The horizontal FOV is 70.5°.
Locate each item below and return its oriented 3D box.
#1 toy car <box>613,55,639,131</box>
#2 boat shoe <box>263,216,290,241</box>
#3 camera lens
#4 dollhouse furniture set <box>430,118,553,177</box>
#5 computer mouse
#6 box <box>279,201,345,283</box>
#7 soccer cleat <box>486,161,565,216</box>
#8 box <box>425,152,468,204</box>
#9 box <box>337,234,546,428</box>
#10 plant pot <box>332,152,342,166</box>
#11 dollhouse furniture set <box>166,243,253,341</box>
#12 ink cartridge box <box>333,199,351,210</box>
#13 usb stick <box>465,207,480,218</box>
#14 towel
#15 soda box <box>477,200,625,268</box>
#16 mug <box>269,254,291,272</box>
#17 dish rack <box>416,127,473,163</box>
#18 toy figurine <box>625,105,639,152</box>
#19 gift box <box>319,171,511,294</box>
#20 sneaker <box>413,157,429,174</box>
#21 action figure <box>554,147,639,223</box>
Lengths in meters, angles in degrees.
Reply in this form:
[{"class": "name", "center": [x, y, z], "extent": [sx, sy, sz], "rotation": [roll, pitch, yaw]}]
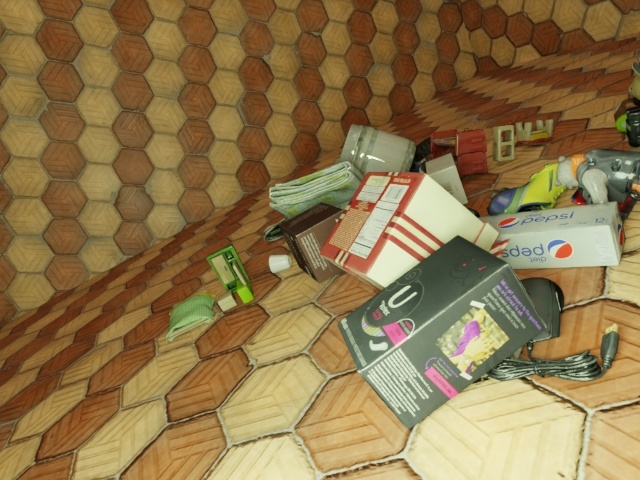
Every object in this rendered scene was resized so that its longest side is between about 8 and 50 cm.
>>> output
[{"class": "toy car", "center": [0.958, -0.450, 1.361], "extent": [0.149, 0.188, 0.155], "rotation": [-7, 25, 43]}, {"class": "boat shoe", "center": [-0.139, -0.056, 1.886], "extent": [0.219, 0.078, 0.070], "rotation": [-30, 16, 11]}, {"class": "camera lens", "center": [0.220, -0.312, 1.743], "extent": [0.274, 0.219, 0.219], "rotation": [18, 25, 1]}, {"class": "dollhouse furniture set", "center": [0.609, -0.335, 1.631], "extent": [0.374, 0.152, 0.201], "rotation": [-10, 16, -10]}, {"class": "computer mouse", "center": [0.380, 0.123, 0.741], "extent": [0.184, 0.060, 0.262], "rotation": [-10, 24, 40]}, {"class": "box", "center": [0.000, 0.000, 1.393], "extent": [0.167, 0.168, 0.203], "rotation": [-29, 18, -12]}, {"class": "soccer cleat", "center": [0.560, -0.111, 1.153], "extent": [0.289, 0.093, 0.121], "rotation": [-26, 48, -15]}, {"class": "box", "center": [0.403, -0.190, 1.455], "extent": [0.091, 0.130, 0.170], "rotation": [-19, 20, 19]}, {"class": "box", "center": [0.186, 0.139, 0.740], "extent": [0.270, 0.143, 0.165], "rotation": [-37, 19, 1]}, {"class": "plant pot", "center": [0.158, -0.296, 1.966], "extent": [0.284, 0.191, 0.284], "rotation": [-22, 18, 8]}, {"class": "dollhouse furniture set", "center": [-0.387, 0.164, 1.468], "extent": [0.301, 0.151, 0.197], "rotation": [-26, 18, -3]}, {"class": "ink cartridge box", "center": [0.071, -0.072, 1.609], "extent": [0.135, 0.099, 0.056], "rotation": [-19, 25, 19]}, {"class": "usb stick", "center": [0.304, -0.012, 1.231], "extent": [0.278, 0.045, 0.077], "rotation": [-28, 18, -10]}, {"class": "towel", "center": [0.024, -0.150, 1.647], "extent": [0.320, 0.090, 0.374], "rotation": [-15, -16, 19]}, {"class": "soda box", "center": [0.455, -0.003, 0.941], "extent": [0.286, 0.091, 0.098], "rotation": [-7, 27, 44]}, {"class": "mug", "center": [-0.133, 0.071, 1.547], "extent": [0.064, 0.062, 0.078], "rotation": [-11, 28, 15]}, {"class": "dish rack", "center": [0.537, -0.417, 2.006], "extent": [0.271, 0.074, 0.208], "rotation": [-1, 31, 47]}, {"class": "toy figurine", "center": [0.861, -0.264, 1.070], "extent": [0.213, 0.148, 0.209], "rotation": [-29, 24, -18]}, {"class": "gift box", "center": [0.201, 0.003, 0.937], "extent": [0.276, 0.258, 0.255], "rotation": [-56, 25, -1]}, {"class": "sneaker", "center": [0.399, -0.269, 1.784], "extent": [0.081, 0.080, 0.211], "rotation": [-26, 8, 18]}, {"class": "action figure", "center": [0.681, -0.159, 0.962], "extent": [0.330, 0.179, 0.341], "rotation": [3, 33, 38]}]
